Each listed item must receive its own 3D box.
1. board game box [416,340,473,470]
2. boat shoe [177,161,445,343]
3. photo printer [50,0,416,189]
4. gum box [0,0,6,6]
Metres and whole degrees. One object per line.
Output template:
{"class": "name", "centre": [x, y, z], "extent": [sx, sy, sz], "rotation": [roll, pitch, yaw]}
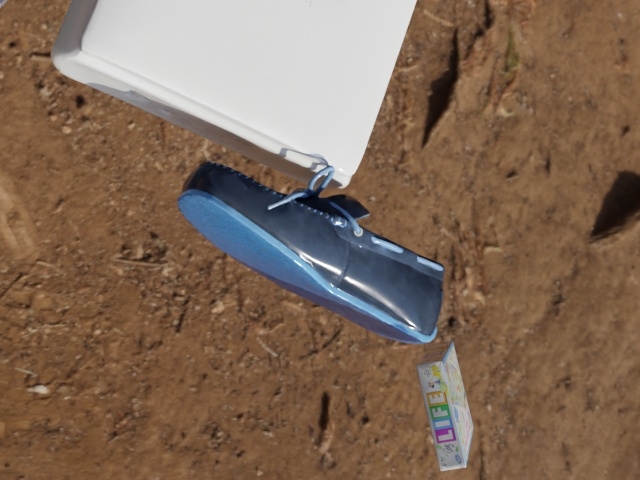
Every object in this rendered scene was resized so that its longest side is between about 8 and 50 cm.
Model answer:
{"class": "board game box", "centre": [0.133, 0.167, 0.768], "extent": [0.154, 0.026, 0.103], "rotation": [4, 73, -76]}
{"class": "boat shoe", "centre": [0.000, 0.000, 0.605], "extent": [0.258, 0.109, 0.089], "rotation": [34, 71, -35]}
{"class": "photo printer", "centre": [-0.039, -0.227, 0.593], "extent": [0.256, 0.107, 0.307], "rotation": [24, 81, -26]}
{"class": "gum box", "centre": [-0.306, -0.281, 0.703], "extent": [0.062, 0.107, 0.188], "rotation": [39, 37, -26]}
